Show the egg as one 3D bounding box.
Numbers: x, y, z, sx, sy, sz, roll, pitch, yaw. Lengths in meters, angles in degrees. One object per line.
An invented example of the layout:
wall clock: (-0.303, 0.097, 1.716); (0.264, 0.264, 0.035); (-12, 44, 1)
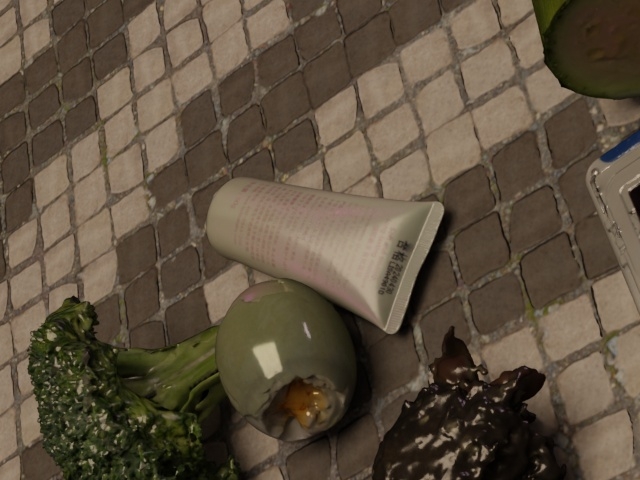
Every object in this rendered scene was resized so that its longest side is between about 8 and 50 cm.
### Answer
egg: (-0.048, 0.145, 2.128); (0.183, 0.183, 0.217); (-40, 38, 21)

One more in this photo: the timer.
timer: (0.411, -0.029, 1.864); (0.178, 0.078, 0.253); (-37, 49, 25)

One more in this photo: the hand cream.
hand cream: (0.000, 0.000, 2.222); (0.358, 0.118, 0.186); (16, 79, 38)

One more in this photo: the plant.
plant: (0.178, 0.242, 1.862); (0.204, 0.178, 0.234); (15, 60, 51)

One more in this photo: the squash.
squash: (0.360, -0.395, 1.966); (0.263, 0.263, 0.384); (-28, 53, 30)

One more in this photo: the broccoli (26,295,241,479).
broccoli: (-0.253, 0.244, 2.228); (0.375, 0.302, 0.249); (45, 126, 21)
